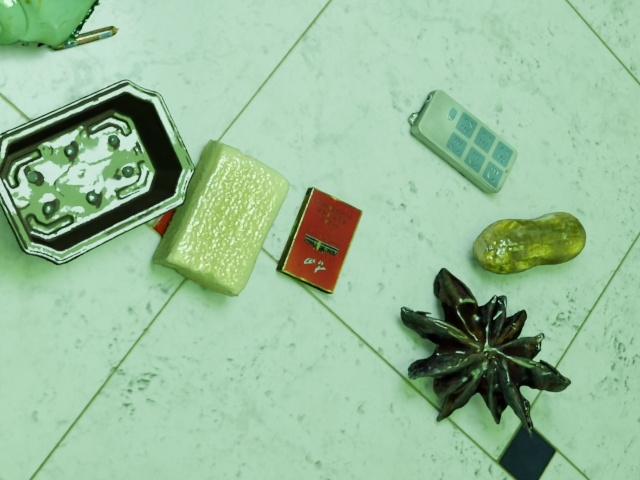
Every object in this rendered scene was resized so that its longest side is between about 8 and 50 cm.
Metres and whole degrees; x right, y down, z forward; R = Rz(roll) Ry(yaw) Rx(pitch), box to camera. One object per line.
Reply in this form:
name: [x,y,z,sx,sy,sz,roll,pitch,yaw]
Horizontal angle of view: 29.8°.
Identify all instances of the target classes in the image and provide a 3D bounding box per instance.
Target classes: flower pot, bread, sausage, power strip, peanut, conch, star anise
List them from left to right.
conch: [-0.345,-0.329,1.519,0.143,0.137,0.250,47,46,10]
sausage: [-0.309,-0.265,1.578,0.100,0.015,0.015,-21,98,-26]
flower pot: [-0.300,-0.086,1.540,0.251,0.084,0.179,-28,102,-24]
bread: [-0.130,-0.028,1.634,0.125,0.068,0.188,29,75,-23]
power strip: [0.219,-0.150,1.837,0.192,0.035,0.081,36,73,-22]
star anise: [0.235,0.169,1.791,0.282,0.129,0.212,23,72,-16]
peanut: [0.321,0.004,1.857,0.206,0.087,0.087,-10,93,-30]

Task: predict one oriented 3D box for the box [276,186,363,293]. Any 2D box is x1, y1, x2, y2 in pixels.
box: [0.000,0.000,1.725,0.090,0.023,0.133,27,76,-22]
